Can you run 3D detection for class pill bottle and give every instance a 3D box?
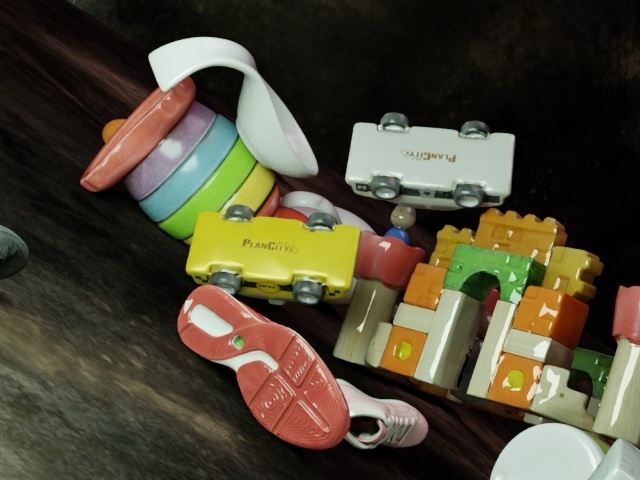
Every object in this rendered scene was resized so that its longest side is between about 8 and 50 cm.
[{"bbox_3d":[0.295,0.283,1.512,0.245,0.136,0.136,27,11,-45],"label":"pill bottle"}]

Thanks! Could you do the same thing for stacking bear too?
[{"bbox_3d":[-0.117,-0.048,1.735,0.289,0.175,0.164,43,13,-14],"label":"stacking bear"}]

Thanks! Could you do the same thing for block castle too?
[{"bbox_3d":[0.262,0.105,1.666,0.453,0.213,0.303,13,-9,43],"label":"block castle"}]

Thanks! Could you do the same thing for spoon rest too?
[{"bbox_3d":[-0.078,-0.155,1.644,0.276,0.084,0.137,31,30,-54],"label":"spoon rest"}]

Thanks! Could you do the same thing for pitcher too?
[{"bbox_3d":[0.000,0.000,1.894,0.207,0.126,0.177,27,-25,-30],"label":"pitcher"}]

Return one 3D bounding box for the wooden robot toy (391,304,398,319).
[{"bbox_3d":[0.084,0.066,2.125,0.173,0.079,0.076,37,8,13],"label":"wooden robot toy"}]

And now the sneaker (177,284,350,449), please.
[{"bbox_3d":[-0.024,0.120,1.343,0.221,0.087,0.128,43,12,37],"label":"sneaker"}]

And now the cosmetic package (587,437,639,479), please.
[{"bbox_3d":[0.244,0.281,1.142,0.151,0.184,0.151,36,9,9],"label":"cosmetic package"}]

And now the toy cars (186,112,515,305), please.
[{"bbox_3d":[0.039,-0.025,1.632,0.176,0.393,0.087,54,-12,28],"label":"toy cars"}]

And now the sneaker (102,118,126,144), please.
[{"bbox_3d":[-0.240,-0.115,1.913,0.067,0.064,0.175,10,21,-48],"label":"sneaker"}]

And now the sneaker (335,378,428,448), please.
[{"bbox_3d":[0.060,0.186,1.431,0.134,0.051,0.070,27,13,-31],"label":"sneaker"}]

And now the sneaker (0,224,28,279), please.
[{"bbox_3d":[-0.265,0.021,1.055,0.089,0.051,0.170,41,14,35],"label":"sneaker"}]
